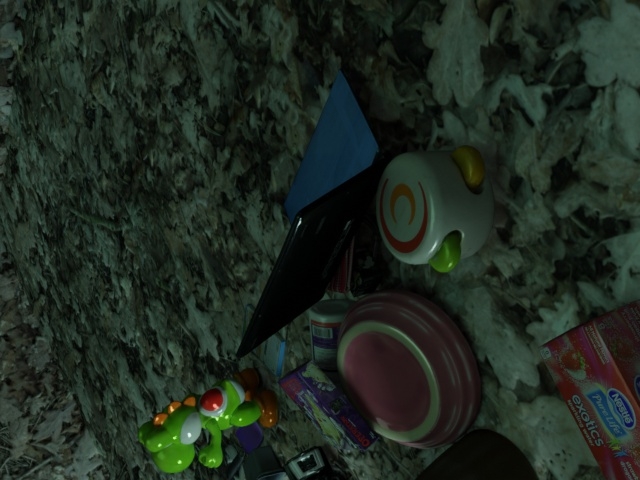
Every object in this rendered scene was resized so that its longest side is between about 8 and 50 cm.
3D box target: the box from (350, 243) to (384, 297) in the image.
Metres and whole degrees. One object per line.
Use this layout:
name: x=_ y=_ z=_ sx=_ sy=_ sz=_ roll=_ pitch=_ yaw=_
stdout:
box: x=0.079 y=0.061 z=1.771 sx=0.083 sy=0.052 sz=0.062 roll=62 pitch=147 yaw=24

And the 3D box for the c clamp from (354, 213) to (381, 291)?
c clamp: x=0.100 y=0.024 z=1.796 sx=0.137 sy=0.022 sz=0.160 roll=37 pitch=133 yaw=48

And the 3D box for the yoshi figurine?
yoshi figurine: x=-0.297 y=0.475 z=2.240 sx=0.204 sy=0.362 sz=0.203 roll=-21 pitch=87 yaw=55

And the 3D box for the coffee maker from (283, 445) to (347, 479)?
coffee maker: x=-0.013 y=0.599 z=2.103 sx=0.178 sy=0.120 sz=0.171 roll=61 pitch=145 yaw=20

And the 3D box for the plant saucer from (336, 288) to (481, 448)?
plant saucer: x=0.151 y=0.261 z=1.707 sx=0.332 sy=0.084 sz=0.332 roll=19 pitch=119 yaw=38

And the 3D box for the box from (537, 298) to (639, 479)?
box: x=0.453 y=0.234 z=1.283 sx=0.128 sy=0.123 sz=0.256 roll=-42 pitch=69 yaw=52

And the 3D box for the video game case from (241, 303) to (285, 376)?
video game case: x=-0.148 y=0.255 z=2.246 sx=0.166 sy=0.015 sz=0.119 roll=41 pitch=135 yaw=38

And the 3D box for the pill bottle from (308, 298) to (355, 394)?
pill bottle: x=0.033 y=0.232 z=1.895 sx=0.108 sy=0.108 sz=0.193 roll=19 pitch=119 yaw=51

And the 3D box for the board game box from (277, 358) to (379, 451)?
board game box: x=0.007 y=0.359 z=1.882 sx=0.208 sy=0.056 sz=0.347 roll=53 pitch=165 yaw=5

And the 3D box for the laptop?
laptop: x=-0.053 y=-0.057 z=1.651 sx=0.236 sy=0.408 sz=0.382 roll=39 pitch=133 yaw=16

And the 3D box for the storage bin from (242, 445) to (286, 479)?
storage bin: x=-0.166 y=0.621 z=2.363 sx=0.091 sy=0.098 sz=0.135 roll=65 pitch=146 yaw=31

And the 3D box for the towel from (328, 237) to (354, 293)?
towel: x=0.000 y=0.000 z=1.828 sx=0.275 sy=0.031 sz=0.198 roll=-171 pitch=85 yaw=-66

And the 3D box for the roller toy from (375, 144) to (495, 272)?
roller toy: x=0.199 y=-0.061 z=1.503 sx=0.191 sy=0.146 sz=0.209 roll=16 pitch=109 yaw=59

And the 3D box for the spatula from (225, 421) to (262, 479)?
spatula: x=-0.225 y=0.603 z=2.486 sx=0.084 sy=0.030 sz=0.296 roll=52 pitch=140 yaw=26

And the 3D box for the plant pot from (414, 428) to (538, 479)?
plant pot: x=0.245 y=0.483 z=1.588 sx=0.215 sy=0.230 sz=0.215 roll=26 pitch=123 yaw=48
